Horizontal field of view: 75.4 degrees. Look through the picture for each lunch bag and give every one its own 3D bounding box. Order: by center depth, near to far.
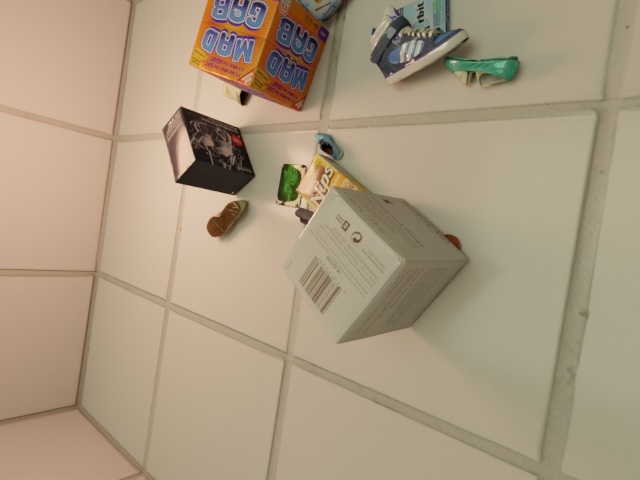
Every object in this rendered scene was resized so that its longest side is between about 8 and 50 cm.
[{"bbox_3d":[-0.032,-1.069,1.680,0.303,0.115,0.243,46,123,-9],"label":"lunch bag"}]

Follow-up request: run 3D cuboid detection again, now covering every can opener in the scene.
[{"bbox_3d":[-0.035,-0.058,1.623,0.095,0.076,0.283,-44,30,-11],"label":"can opener"}]

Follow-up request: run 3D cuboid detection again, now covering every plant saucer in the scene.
[{"bbox_3d":[0.416,0.021,1.346,0.083,0.013,0.083,-4,84,39],"label":"plant saucer"}]

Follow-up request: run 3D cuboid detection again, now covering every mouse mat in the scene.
[{"bbox_3d":[-0.132,-0.244,1.836,0.152,0.007,0.190,12,92,40],"label":"mouse mat"}]

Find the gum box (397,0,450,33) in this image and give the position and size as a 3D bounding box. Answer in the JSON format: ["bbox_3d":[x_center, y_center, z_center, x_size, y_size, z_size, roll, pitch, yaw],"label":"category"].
[{"bbox_3d":[0.359,-0.765,1.455,0.184,0.041,0.157,-4,84,39],"label":"gum box"}]

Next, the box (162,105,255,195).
[{"bbox_3d":[-0.527,-0.413,1.965,0.179,0.343,0.313,-34,66,32],"label":"box"}]

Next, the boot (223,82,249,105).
[{"bbox_3d":[-0.415,-0.794,2.059,0.165,0.077,0.213,40,134,34],"label":"boot"}]

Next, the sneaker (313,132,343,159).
[{"bbox_3d":[0.023,-0.391,1.677,0.162,0.073,0.063,47,115,33],"label":"sneaker"}]

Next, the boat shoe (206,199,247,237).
[{"bbox_3d":[-0.463,-0.106,2.059,0.285,0.089,0.105,-32,92,36],"label":"boat shoe"}]

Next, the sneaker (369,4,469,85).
[{"bbox_3d":[0.301,-0.689,1.378,0.322,0.130,0.236,-14,107,47],"label":"sneaker"}]

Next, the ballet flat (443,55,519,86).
[{"bbox_3d":[0.490,-0.531,1.300,0.247,0.083,0.087,22,114,41],"label":"ballet flat"}]

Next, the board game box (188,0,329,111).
[{"bbox_3d":[-0.249,-0.802,1.721,0.356,0.356,0.356,28,104,26],"label":"board game box"}]

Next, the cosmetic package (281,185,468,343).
[{"bbox_3d":[0.166,0.071,1.291,0.329,0.393,0.327,50,120,31],"label":"cosmetic package"}]

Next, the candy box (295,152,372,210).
[{"bbox_3d":[0.056,-0.180,1.618,0.316,0.087,0.183,46,114,32],"label":"candy box"}]
